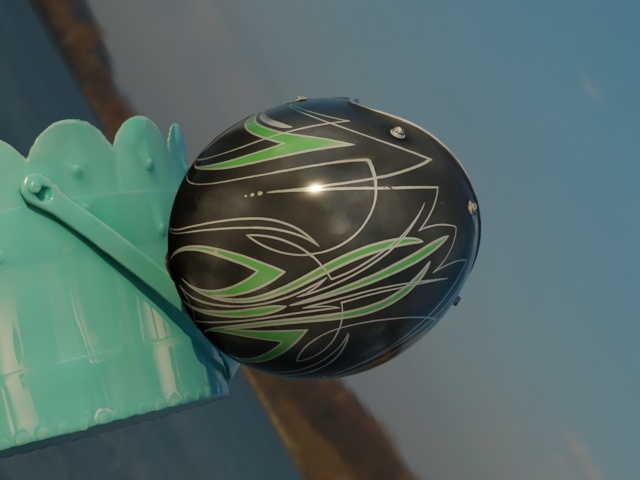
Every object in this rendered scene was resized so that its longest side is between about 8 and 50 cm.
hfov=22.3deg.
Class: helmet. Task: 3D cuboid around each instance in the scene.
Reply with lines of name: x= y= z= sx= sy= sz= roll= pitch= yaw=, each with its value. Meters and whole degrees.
helmet: x=0.000 y=0.000 z=0.918 sx=0.169 sy=0.169 sz=0.161 roll=62 pitch=-10 yaw=-24

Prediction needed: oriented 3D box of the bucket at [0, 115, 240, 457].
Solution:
bucket: x=-0.193 y=0.043 z=1.058 sx=0.281 sy=0.281 sz=0.183 roll=107 pitch=-31 yaw=-84
